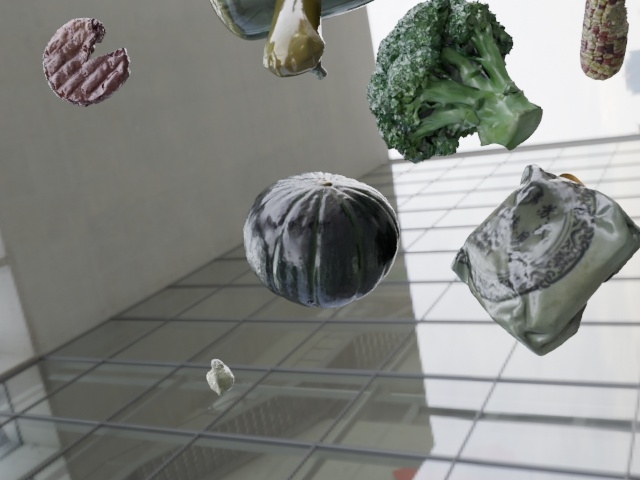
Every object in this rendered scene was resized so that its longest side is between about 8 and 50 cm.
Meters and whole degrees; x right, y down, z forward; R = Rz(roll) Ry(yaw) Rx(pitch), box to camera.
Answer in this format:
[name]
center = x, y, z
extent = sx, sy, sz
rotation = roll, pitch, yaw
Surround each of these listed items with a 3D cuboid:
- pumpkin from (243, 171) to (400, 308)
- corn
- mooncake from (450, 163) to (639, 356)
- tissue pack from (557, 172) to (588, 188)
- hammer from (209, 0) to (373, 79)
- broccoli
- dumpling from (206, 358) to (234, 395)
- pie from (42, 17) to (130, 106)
[pumpkin]
center = 0.000, 0.000, 1.158
extent = 0.216, 0.249, 0.250
rotation = 87, -159, -44
[corn]
center = 0.592, -0.465, 1.523
extent = 0.290, 0.098, 0.098
rotation = 79, -154, -45
[mooncake]
center = 0.337, 0.018, 1.156
extent = 0.136, 0.254, 0.250
rotation = 36, -83, -28
[tissue pack]
center = 0.458, 0.032, 1.471
extent = 0.145, 0.194, 0.275
rotation = -25, -26, -24
[hammer]
center = -0.019, -0.230, 0.712
extent = 0.306, 0.201, 0.113
rotation = -94, -18, -54
[broccoli]
center = 0.205, -0.228, 1.104
extent = 0.270, 0.270, 0.270
rotation = -33, -35, -27
[dumpling]
center = -0.192, 0.261, 1.428
extent = 0.076, 0.052, 0.057
rotation = -34, -50, -52
[pie]
center = -0.567, -0.429, 1.785
extent = 0.219, 0.204, 0.054
rotation = 61, -176, 9
